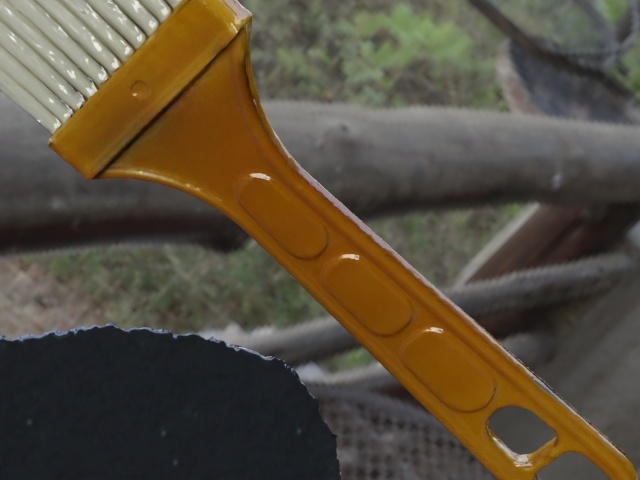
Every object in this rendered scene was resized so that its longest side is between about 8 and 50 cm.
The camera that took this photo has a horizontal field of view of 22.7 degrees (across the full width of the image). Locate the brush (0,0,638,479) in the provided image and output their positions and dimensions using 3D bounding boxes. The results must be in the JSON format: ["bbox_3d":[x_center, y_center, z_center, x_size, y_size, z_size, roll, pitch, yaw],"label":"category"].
[{"bbox_3d":[0.000,0.000,0.558,0.314,0.090,0.017,43,30,-11],"label":"brush"}]

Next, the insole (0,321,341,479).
[{"bbox_3d":[-0.111,0.095,0.342,0.309,0.012,0.110,-26,108,-38],"label":"insole"}]
